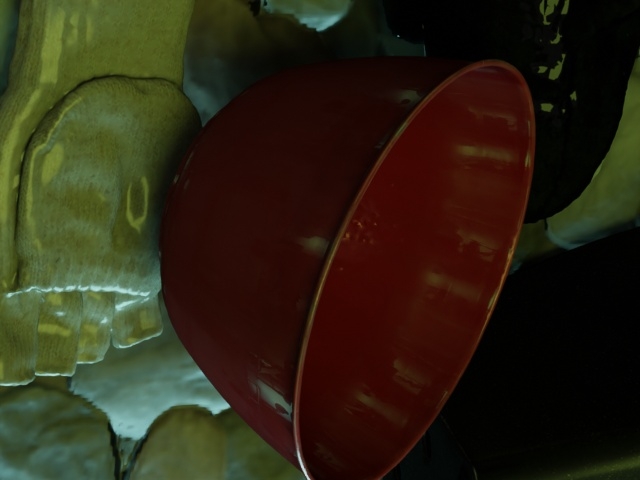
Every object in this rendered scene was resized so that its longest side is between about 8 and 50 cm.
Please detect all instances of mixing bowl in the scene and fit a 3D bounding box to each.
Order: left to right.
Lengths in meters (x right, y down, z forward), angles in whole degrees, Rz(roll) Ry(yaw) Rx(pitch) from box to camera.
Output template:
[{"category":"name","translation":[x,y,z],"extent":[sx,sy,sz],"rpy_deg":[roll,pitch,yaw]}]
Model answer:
[{"category":"mixing bowl","translation":[0.000,0.000,0.779],"extent":[0.181,0.098,0.181],"rpy_deg":[-45,147,-41]}]

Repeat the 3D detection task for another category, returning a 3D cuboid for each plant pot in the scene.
[{"category":"plant pot","translation":[0.124,0.114,0.889],"extent":[0.167,0.187,0.188],"rpy_deg":[-6,117,-15]}]

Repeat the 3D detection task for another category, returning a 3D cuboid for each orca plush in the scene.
[{"category":"orca plush","translation":[0.125,-0.129,0.805],"extent":[0.151,0.102,0.287],"rpy_deg":[16,105,-35]}]

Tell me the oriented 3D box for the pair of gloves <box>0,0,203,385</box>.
[{"category":"pair of gloves","translation":[-0.153,-0.029,0.734],"extent":[0.240,0.042,0.204],"rpy_deg":[-10,114,-32]}]
